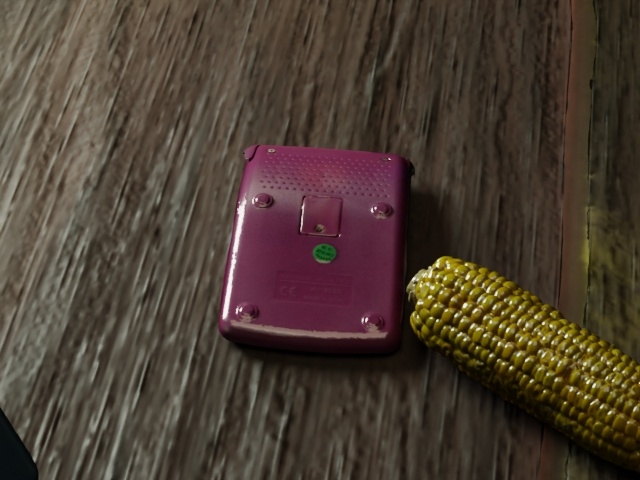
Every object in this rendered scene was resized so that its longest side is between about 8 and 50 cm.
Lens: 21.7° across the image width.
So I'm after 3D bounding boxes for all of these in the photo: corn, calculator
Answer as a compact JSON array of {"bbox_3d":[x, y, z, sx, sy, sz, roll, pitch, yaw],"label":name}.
[{"bbox_3d":[0.137,0.074,1.054,0.207,0.068,0.068,33,52,29],"label":"corn"},{"bbox_3d":[0.000,0.000,1.156,0.127,0.034,0.190,5,45,1],"label":"calculator"}]

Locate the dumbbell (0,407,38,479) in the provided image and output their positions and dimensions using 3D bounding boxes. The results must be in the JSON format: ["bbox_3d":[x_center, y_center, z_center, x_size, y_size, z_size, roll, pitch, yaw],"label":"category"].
[{"bbox_3d":[-0.301,0.186,0.872,0.144,0.160,0.325,-3,31,43],"label":"dumbbell"}]
